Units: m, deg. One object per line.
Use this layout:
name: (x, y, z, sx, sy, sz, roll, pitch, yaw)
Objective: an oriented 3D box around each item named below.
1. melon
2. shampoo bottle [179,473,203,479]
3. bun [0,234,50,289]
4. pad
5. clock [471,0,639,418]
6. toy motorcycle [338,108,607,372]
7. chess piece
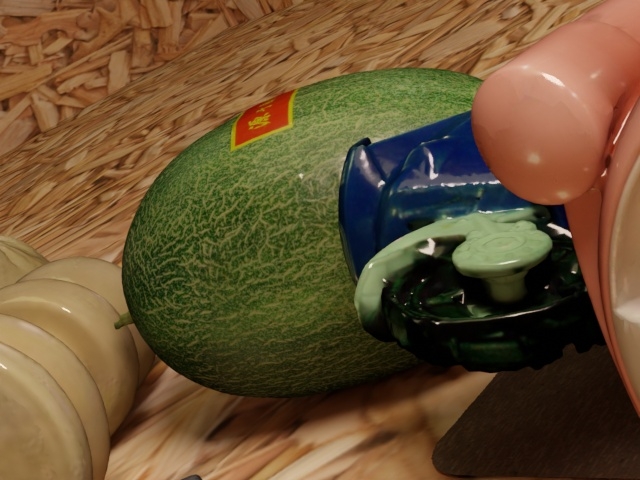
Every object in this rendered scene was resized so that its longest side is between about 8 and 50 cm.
melon: (0.000, 0.000, 0.725, 0.287, 0.182, 0.182, -20, 16, 11)
shampoo bottle: (-0.151, 0.189, 0.577, 0.233, 0.049, 0.087, -27, 14, -7)
bun: (-0.345, 0.064, 1.125, 0.231, 0.133, 0.231, -22, 18, 8)
pad: (0.183, 0.044, 0.637, 0.176, 0.002, 0.266, -9, 22, 43)
clock: (0.196, 0.006, 0.328, 0.142, 0.227, 0.241, -34, 13, -34)
toy motorcycle: (0.137, -0.026, 0.565, 0.331, 0.125, 0.196, -24, 24, -31)
chess piece: (-0.187, 0.090, 0.781, 0.167, 0.167, 0.300, -21, 12, 12)
